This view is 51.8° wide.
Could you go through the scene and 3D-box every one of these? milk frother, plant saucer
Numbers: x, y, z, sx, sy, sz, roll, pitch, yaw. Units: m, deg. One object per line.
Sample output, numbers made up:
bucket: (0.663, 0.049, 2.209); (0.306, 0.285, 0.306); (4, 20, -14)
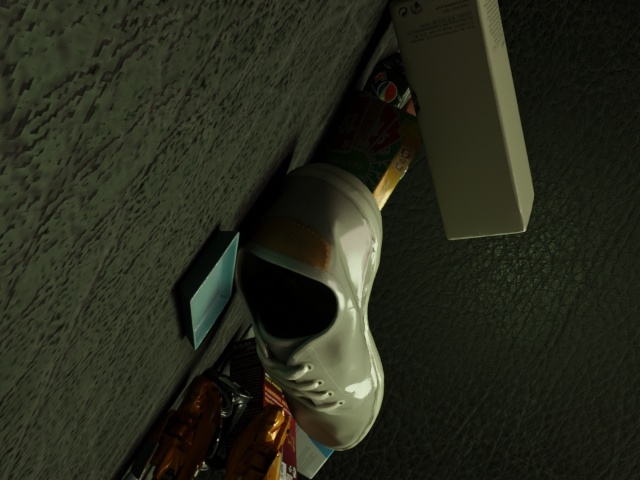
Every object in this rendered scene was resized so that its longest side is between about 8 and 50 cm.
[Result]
milk frother: (-0.180, 0.275, 1.004); (0.143, 0.129, 0.134); (35, 84, -44)
plant saucer: (-0.100, 0.048, 0.585); (0.067, 0.018, 0.192); (-58, 176, -22)

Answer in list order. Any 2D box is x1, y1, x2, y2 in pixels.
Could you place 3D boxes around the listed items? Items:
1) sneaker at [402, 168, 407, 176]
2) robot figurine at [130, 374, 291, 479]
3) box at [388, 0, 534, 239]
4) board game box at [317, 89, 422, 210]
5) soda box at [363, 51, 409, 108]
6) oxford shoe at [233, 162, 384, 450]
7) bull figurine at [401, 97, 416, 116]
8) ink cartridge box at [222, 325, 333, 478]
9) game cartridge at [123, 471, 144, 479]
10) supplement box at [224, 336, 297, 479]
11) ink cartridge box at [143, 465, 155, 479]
sneaker: (0.141, -0.190, 1.449); (0.297, 0.111, 0.129); (-56, -178, -28)
robot figurine: (-0.156, 0.319, 0.793); (0.085, 0.211, 0.291); (94, 16, -53)
box: (0.164, -0.147, 0.731); (0.113, 0.094, 0.275); (-51, 129, -55)
board game box: (0.025, -0.053, 0.824); (0.124, 0.039, 0.259); (41, -74, 49)
soda box: (0.106, -0.224, 0.939); (0.060, 0.053, 0.169); (-60, 177, 26)
oxford shoe: (-0.016, 0.118, 0.749); (0.130, 0.169, 0.449); (-52, 154, -38)
bull figurine: (0.096, -0.153, 1.082); (0.188, 0.101, 0.310); (-56, 177, 28)
ink cartridge box: (-0.068, 0.313, 1.383); (0.198, 0.270, 0.197); (-61, 178, 39)
game cartridge: (-0.259, 0.333, 0.855); (0.056, 0.017, 0.083); (-56, 179, 34)
supplement box: (-0.099, 0.300, 1.134); (0.130, 0.073, 0.239); (55, 24, -47)
ink cartridge box: (-0.261, 0.406, 1.120); (0.181, 0.062, 0.104); (-58, 177, -17)
